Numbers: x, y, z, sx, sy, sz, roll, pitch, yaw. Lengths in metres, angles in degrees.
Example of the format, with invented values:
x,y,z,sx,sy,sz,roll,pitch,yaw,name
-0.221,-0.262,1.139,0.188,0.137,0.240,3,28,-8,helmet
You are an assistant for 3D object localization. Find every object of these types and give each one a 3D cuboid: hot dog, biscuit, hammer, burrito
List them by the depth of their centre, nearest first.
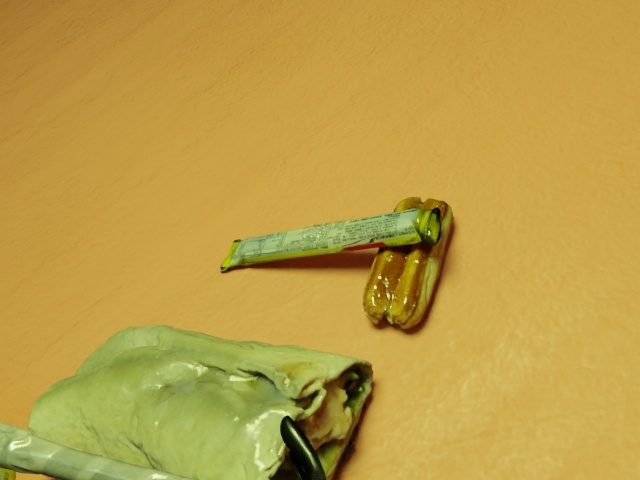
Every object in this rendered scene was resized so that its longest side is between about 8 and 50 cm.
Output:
x,y,z,sx,sy,sz,roll,pitch,yaw,name
-0.199,0.162,0.494,0.426,0.044,0.152,8,35,13,hammer
-0.134,0.157,0.659,0.331,0.135,0.190,3,52,26,burrito
0.095,0.018,0.737,0.071,0.045,0.165,4,54,28,hot dog
0.000,0.000,0.770,0.291,0.026,0.048,-8,41,35,biscuit

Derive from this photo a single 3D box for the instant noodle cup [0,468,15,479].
x,y,z,sx,sy,sz,roll,pitch,yaw,name
-0.466,0.241,0.674,0.311,0.222,0.312,-12,50,15,instant noodle cup
